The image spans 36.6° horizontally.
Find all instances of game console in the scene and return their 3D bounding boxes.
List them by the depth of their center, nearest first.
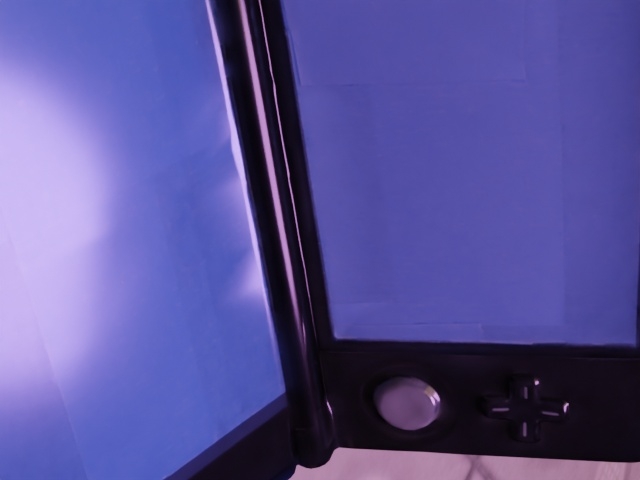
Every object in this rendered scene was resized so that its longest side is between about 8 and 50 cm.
[{"bbox_3d":[0.000,0.000,0.316,0.173,0.250,0.293,-65,151,-56],"label":"game console"}]
